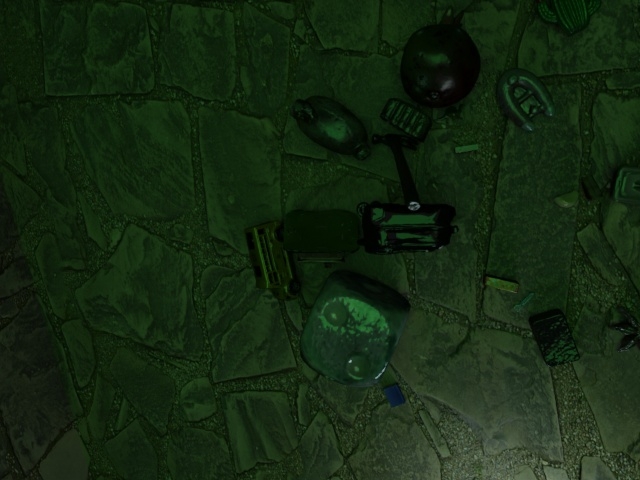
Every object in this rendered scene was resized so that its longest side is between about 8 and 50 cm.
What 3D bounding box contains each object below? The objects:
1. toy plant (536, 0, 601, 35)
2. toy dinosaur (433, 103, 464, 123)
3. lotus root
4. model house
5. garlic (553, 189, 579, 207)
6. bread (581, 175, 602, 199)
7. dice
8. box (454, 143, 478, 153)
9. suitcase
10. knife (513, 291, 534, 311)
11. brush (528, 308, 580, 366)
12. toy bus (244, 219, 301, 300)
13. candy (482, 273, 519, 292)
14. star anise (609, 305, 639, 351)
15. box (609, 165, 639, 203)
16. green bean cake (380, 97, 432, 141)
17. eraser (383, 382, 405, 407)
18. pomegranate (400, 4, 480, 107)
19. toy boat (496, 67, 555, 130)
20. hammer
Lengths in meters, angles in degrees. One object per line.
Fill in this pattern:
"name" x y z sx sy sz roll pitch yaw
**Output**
"toy plant" 0.815 -0.805 1.544 0.240 0.088 0.154 47 120 11
"toy dinosaur" 0.479 -0.469 1.706 0.120 0.029 0.060 -12 79 21
"lotus root" 0.052 -0.429 1.748 0.349 0.175 0.175 35 104 3
"model house" 0.001 0.001 1.831 0.294 0.154 0.207 1 54 -2
"garlic" 0.884 -0.145 1.638 0.083 0.041 0.053 -27 77 8
"bread" 0.953 -0.171 1.610 0.043 0.109 0.062 -18 136 20
"dice" 0.128 0.330 1.736 0.330 0.328 0.348 25 103 10
"box" 0.537 -0.337 1.690 0.083 0.053 0.024 -5 95 13
"suitcase" 0.315 -0.056 1.632 0.339 0.345 0.188 -2 93 15
"knife" 0.769 0.231 1.729 0.027 0.010 0.096 42 105 5
"brush" 0.864 0.363 1.697 0.123 0.059 0.197 -22 92 17
"toy bus" -0.199 0.092 1.854 0.145 0.151 0.331 -6 98 58
"candy" 0.675 0.159 1.716 0.122 0.062 0.038 14 99 12
"star anise" 1.140 0.338 1.624 0.208 0.063 0.171 15 102 11
"box" 1.077 -0.186 1.556 0.172 0.093 0.124 9 100 13
"green bean cake" 0.318 -0.441 1.670 0.181 0.173 0.094 32 104 10
"eraser" 0.305 0.636 1.889 0.063 0.027 0.084 -25 90 14
"pomegranate" 0.397 -0.630 1.577 0.291 0.291 0.323 -11 83 15
"toy boat" 0.714 -0.503 1.608 0.155 0.085 0.227 -36 88 16
"hammer" 0.283 -0.251 1.597 0.168 0.440 0.044 2 131 -3
